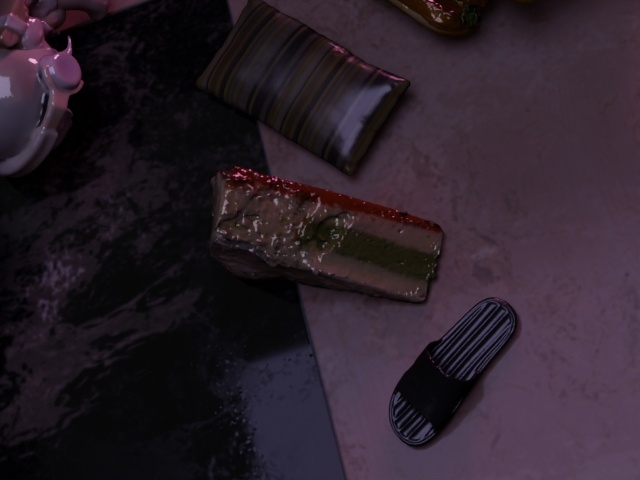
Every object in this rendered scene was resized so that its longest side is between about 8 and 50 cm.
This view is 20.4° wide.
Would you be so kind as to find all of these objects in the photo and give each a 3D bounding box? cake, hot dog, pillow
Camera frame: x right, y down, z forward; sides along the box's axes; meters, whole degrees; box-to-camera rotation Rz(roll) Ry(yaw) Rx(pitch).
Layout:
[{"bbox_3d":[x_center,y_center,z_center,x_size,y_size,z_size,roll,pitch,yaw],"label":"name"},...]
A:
[{"bbox_3d":[-0.007,0.002,1.697,0.220,0.117,0.086,15,78,-12],"label":"cake"},{"bbox_3d":[0.092,-0.257,1.740,0.188,0.055,0.072,37,90,24],"label":"hot dog"},{"bbox_3d":[-0.019,-0.154,1.753,0.203,0.038,0.113,33,88,25],"label":"pillow"}]

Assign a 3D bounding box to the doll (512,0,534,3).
[{"bbox_3d":[0.235,-0.318,1.687,0.252,0.111,0.237,4,58,19],"label":"doll"}]

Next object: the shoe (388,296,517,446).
[{"bbox_3d":[0.116,0.113,1.614,0.062,0.053,0.159,40,85,21],"label":"shoe"}]

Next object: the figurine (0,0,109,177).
[{"bbox_3d":[-0.300,-0.169,1.810,0.162,0.141,0.237,-8,70,46],"label":"figurine"}]
